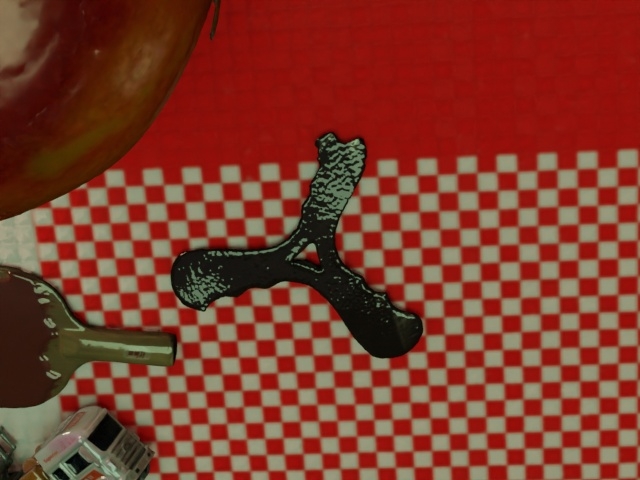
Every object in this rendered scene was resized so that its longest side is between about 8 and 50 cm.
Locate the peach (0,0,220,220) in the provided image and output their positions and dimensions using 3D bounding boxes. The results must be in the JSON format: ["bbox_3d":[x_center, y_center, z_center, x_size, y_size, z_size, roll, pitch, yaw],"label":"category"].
[{"bbox_3d":[-0.253,-0.175,1.199,0.372,0.290,0.373,0,106,2],"label":"peach"}]

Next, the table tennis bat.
[{"bbox_3d":[-0.236,0.082,1.459,0.234,0.022,0.131,3,113,5],"label":"table tennis bat"}]

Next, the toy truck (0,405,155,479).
[{"bbox_3d":[-0.236,0.206,1.483,0.177,0.080,0.115,-38,96,20],"label":"toy truck"}]

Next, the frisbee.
[{"bbox_3d":[0.000,0.000,1.408,0.211,0.012,0.187,20,113,-4],"label":"frisbee"}]
